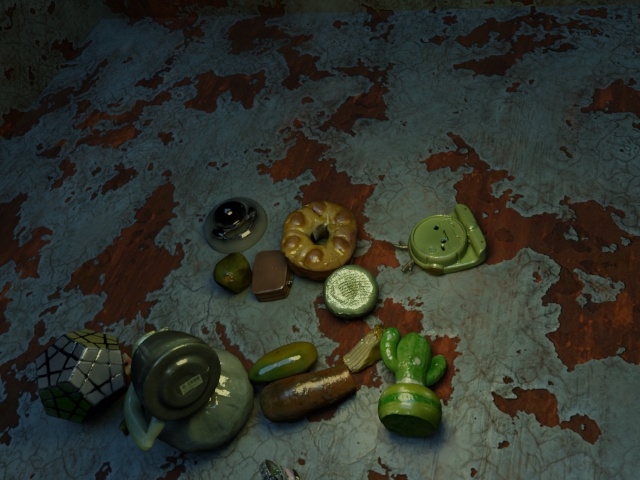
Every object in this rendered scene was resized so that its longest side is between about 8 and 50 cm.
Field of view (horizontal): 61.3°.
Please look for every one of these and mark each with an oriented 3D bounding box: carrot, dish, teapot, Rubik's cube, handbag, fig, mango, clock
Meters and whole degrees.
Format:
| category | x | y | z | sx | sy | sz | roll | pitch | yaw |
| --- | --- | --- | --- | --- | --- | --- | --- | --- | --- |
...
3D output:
| category | x | y | z | sx | sy | sz | roll | pitch | yaw |
| --- | --- | --- | --- | --- | --- | --- | --- | --- | --- |
| carrot | -0.043 | 0.479 | 1.707 | 0.302 | 0.139 | 0.139 | -23 | 52 | -1 |
| dish | -0.365 | -0.092 | 2.209 | 0.273 | 0.134 | 0.273 | -7 | 55 | 11 |
| teapot | -0.450 | 0.407 | 1.595 | 0.239 | 0.321 | 0.239 | -9 | 21 | -38 |
| Rubik's cube | -0.810 | 0.459 | 1.847 | 0.319 | 0.319 | 0.264 | -41 | 82 | -15 |
| handbag | -0.178 | 0.129 | 2.035 | 0.151 | 0.072 | 0.193 | -8 | 52 | 11 |
| fig | -0.332 | 0.129 | 2.027 | 0.144 | 0.165 | 0.154 | 45 | 106 | 1 |
| mango | -0.124 | 0.401 | 1.786 | 0.237 | 0.091 | 0.137 | -13 | 13 | -8 |
| clock | 0.420 | 0.011 | 1.933 | 0.308 | 0.096 | 0.235 | -19 | 53 | 4 |

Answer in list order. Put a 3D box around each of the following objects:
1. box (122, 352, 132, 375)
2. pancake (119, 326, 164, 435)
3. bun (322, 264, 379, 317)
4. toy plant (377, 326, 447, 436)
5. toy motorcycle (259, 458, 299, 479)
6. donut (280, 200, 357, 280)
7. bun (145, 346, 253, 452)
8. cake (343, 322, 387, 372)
| category | x | y | z | sx | sy | sz | roll | pitch | yaw |
| --- | --- | --- | --- | --- | --- | --- | --- | --- | --- |
| box | -0.714 | 0.454 | 1.988 | 0.083 | 0.012 | 0.046 | 34 | 69 | 33 |
| pancake | -0.607 | 0.484 | 1.871 | 0.197 | 0.054 | 0.376 | -2 | 62 | 61 |
| bun | 0.105 | 0.182 | 1.880 | 0.195 | 0.118 | 0.195 | -1 | 77 | 4 |
| toy plant | 0.281 | 0.414 | 1.642 | 0.224 | 0.184 | 0.316 | 17 | 50 | -7 |
| toy motorcycle | -0.063 | 0.758 | 1.504 | 0.143 | 0.188 | 0.327 | -43 | 40 | -3 |
| donut | 0.000 | 0.000 | 1.999 | 0.317 | 0.150 | 0.299 | -35 | 57 | -25 |
| bun | -0.399 | 0.501 | 1.742 | 0.362 | 0.211 | 0.362 | -10 | 52 | 13 |
| cake | 0.156 | 0.351 | 1.756 | 0.185 | 0.116 | 0.080 | -21 | 48 | -5 |
